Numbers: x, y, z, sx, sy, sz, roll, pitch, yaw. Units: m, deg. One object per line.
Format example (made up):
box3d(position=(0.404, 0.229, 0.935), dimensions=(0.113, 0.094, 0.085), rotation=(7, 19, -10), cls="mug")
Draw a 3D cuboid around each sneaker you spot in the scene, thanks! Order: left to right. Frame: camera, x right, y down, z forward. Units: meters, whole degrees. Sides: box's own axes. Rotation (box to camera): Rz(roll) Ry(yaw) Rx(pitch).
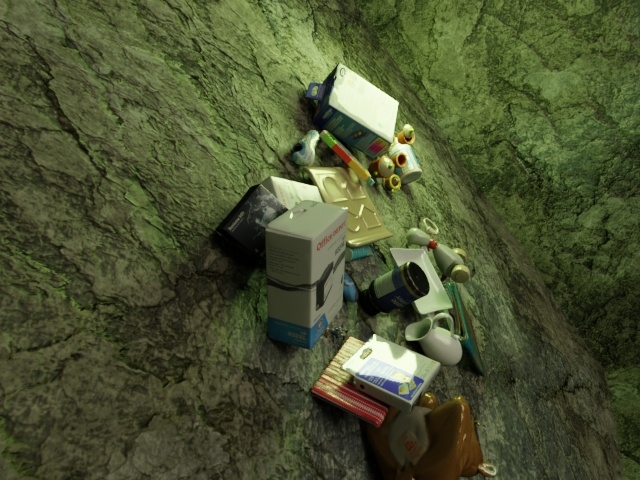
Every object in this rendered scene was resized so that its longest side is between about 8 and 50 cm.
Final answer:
box3d(position=(-0.056, -0.356, 1.668), dimensions=(0.086, 0.085, 0.237), rotation=(19, 36, -8), cls="sneaker")
box3d(position=(0.043, 0.119, 1.421), dimensions=(0.082, 0.069, 0.209), rotation=(-34, 101, -24), cls="sneaker")

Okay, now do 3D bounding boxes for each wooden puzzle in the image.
box3d(position=(0.097, -0.126, 1.676), dimensions=(0.322, 0.080, 0.348), rotation=(-14, 69, -56), cls="wooden puzzle")

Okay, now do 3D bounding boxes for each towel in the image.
box3d(position=(0.116, 0.374, 1.219), dimensions=(0.198, 0.031, 0.275), rotation=(20, 28, 19), cls="towel")
box3d(position=(0.597, 0.368, 1.829), dimensions=(0.370, 0.040, 0.272), rotation=(53, 28, -44), cls="towel")

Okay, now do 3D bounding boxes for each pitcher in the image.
box3d(position=(0.436, 0.354, 1.606), dimensions=(0.207, 0.177, 0.125), rotation=(40, 30, -22), cls="pitcher")

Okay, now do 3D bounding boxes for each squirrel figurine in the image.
box3d(position=(0.323, 0.625, 1.222), dimensions=(0.370, 0.281, 0.397), rotation=(38, 51, -42), cls="squirrel figurine")

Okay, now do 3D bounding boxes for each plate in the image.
box3d(position=(0.391, 0.161, 1.771), dimensions=(0.278, 0.045, 0.277), rotation=(2, 58, -49), cls="plate")

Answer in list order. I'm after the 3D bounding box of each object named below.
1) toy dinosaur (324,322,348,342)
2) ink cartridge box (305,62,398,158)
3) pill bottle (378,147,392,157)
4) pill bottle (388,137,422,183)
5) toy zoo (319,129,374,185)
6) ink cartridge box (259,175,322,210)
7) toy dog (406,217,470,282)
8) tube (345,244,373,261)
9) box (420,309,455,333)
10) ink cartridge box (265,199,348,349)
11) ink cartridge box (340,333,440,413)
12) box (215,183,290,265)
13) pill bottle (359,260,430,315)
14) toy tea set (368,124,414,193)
box3d(position=(0.041, 0.272, 1.320), dimensions=(0.082, 0.047, 0.090), rotation=(26, 10, -25), cls="toy dinosaur")
box3d(position=(0.131, -0.574, 1.934), dimensions=(0.395, 0.151, 0.270), rotation=(27, 55, -22), cls="ink cartridge box")
box3d(position=(0.259, -0.514, 2.158), dimensions=(0.215, 0.117, 0.117), rotation=(57, 33, 1), cls="pill bottle")
box3d(position=(0.421, -0.410, 2.272), dimensions=(0.124, 0.124, 0.222), rotation=(8, 57, -49), cls="pill bottle")
box3d(position=(0.114, -0.335, 1.816), dimensions=(0.293, 0.030, 0.192), rotation=(44, 14, -6), cls="toy zoo")
box3d(position=(-0.088, -0.098, 1.396), dimensions=(0.219, 0.092, 0.160), rotation=(5, 59, -50), cls="ink cartridge box")
box3d(position=(0.510, 0.078, 1.997), dimensions=(0.333, 0.161, 0.220), rotation=(44, 36, 7), cls="toy dog")
box3d(position=(0.135, 0.035, 1.616), dimensions=(0.207, 0.052, 0.080), rotation=(-16, 82, -61), cls="tube")
box3d(position=(0.467, 0.303, 1.815), dimensions=(0.186, 0.038, 0.145), rotation=(22, 46, -40), cls="box")
box3d(position=(-0.031, 0.080, 1.137), dimensions=(0.223, 0.129, 0.308), rotation=(-42, 140, -55), cls="ink cartridge box")
box3d(position=(0.188, 0.351, 1.202), dimensions=(0.208, 0.045, 0.206), rotation=(20, 27, 29), cls="ink cartridge box")
box3d(position=(-0.163, -0.040, 1.188), dimensions=(0.158, 0.093, 0.156), rotation=(42, 74, -20), cls="box")
box3d(position=(0.238, 0.166, 1.474), dimensions=(0.122, 0.219, 0.123), rotation=(31, 41, -32), cls="pill bottle")
box3d(position=(0.350, -0.396, 2.056), dimensions=(0.200, 0.124, 0.336), rotation=(24, 77, -31), cls="toy tea set")
